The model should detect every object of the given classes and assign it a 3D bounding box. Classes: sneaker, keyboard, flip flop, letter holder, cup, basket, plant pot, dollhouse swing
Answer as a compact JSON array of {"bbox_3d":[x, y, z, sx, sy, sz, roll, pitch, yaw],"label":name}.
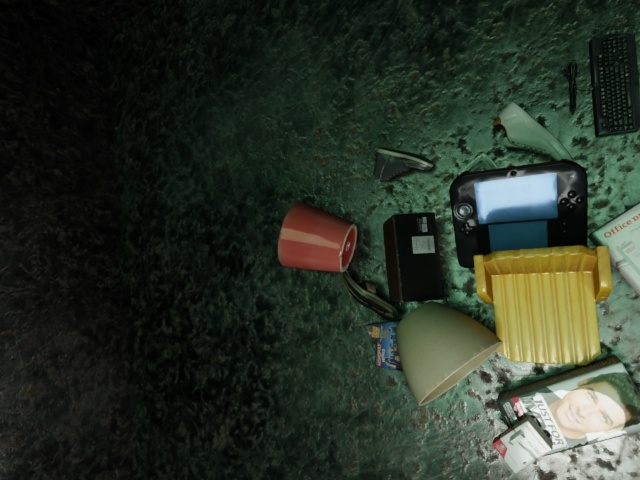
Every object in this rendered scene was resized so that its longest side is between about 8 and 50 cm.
[{"bbox_3d":[0.312,-0.274,1.623,0.221,0.083,0.118,19,114,21],"label":"sneaker"},{"bbox_3d":[0.882,-0.487,1.346,0.201,0.033,0.318,-4,84,28],"label":"keyboard"},{"bbox_3d":[0.195,0.205,1.632,0.277,0.112,0.080,31,64,35],"label":"flip flop"},{"bbox_3d":[0.689,-0.324,1.406,0.123,0.105,0.290,-48,57,24],"label":"sneaker"},{"bbox_3d":[0.326,0.068,1.554,0.151,0.214,0.302,-4,83,-4],"label":"letter holder"},{"bbox_3d":[0.383,0.342,1.402,0.331,0.331,0.237,-47,58,17],"label":"cup"},{"bbox_3d":[0.568,-0.194,1.452,0.113,0.103,0.167,-40,69,20],"label":"basket"},{"bbox_3d":[0.000,0.000,1.669,0.242,0.275,0.275,14,93,18],"label":"plant pot"},{"bbox_3d":[0.665,0.208,1.282,0.346,0.315,0.306,-5,72,27],"label":"dollhouse swing"}]

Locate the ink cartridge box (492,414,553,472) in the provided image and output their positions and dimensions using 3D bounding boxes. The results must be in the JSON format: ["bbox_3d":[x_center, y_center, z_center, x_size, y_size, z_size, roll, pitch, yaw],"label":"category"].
[{"bbox_3d":[0.602,0.606,1.273,0.135,0.056,0.099,-47,66,19],"label":"ink cartridge box"}]

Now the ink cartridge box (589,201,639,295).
[{"bbox_3d":[0.956,0.035,1.217,0.207,0.117,0.283,-39,70,20],"label":"ink cartridge box"}]

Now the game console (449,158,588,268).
[{"bbox_3d":[0.620,-0.071,1.350,0.385,0.060,0.343,-4,111,24],"label":"game console"}]

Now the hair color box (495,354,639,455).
[{"bbox_3d":[0.756,0.508,1.292,0.374,0.113,0.186,-30,74,23],"label":"hair color box"}]

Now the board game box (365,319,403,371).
[{"bbox_3d":[0.264,0.377,1.598,0.193,0.060,0.195,3,88,29],"label":"board game box"}]
